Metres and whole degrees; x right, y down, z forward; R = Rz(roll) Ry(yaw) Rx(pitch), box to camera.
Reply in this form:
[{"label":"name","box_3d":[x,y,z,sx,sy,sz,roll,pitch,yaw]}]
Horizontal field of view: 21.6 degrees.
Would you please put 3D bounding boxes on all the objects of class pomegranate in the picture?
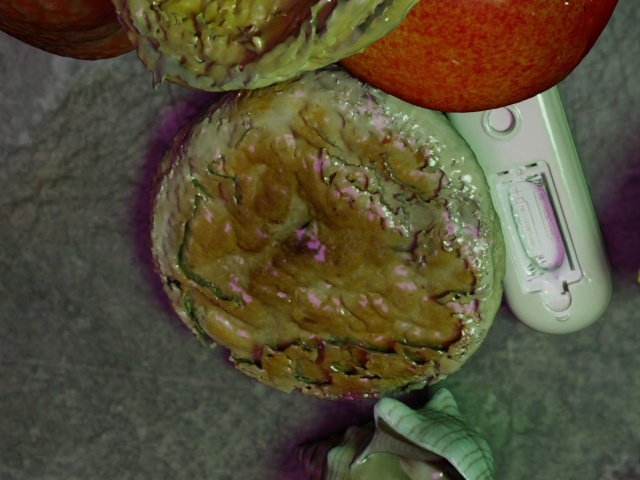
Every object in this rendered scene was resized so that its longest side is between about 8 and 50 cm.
[{"label":"pomegranate","box_3d":[0.071,-0.182,1.022,0.235,0.210,0.210,17,113,-8]}]

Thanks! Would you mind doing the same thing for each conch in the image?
[{"label":"conch","box_3d":[0.072,0.161,1.199,0.234,0.114,0.137,-19,106,39]}]

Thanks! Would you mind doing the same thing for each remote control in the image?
[{"label":"remote control","box_3d":[0.142,-0.036,1.153,0.078,0.042,0.221,-14,107,17]}]

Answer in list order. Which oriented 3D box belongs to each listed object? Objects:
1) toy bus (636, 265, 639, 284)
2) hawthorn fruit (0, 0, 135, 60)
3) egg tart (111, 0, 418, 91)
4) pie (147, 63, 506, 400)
[{"label":"toy bus","box_3d":[0.379,0.045,1.091,0.336,0.123,0.121,26,115,2]},{"label":"hawthorn fruit","box_3d":[-0.188,-0.243,1.057,0.262,0.210,0.210,37,113,1]},{"label":"egg tart","box_3d":[-0.021,-0.192,0.909,0.232,0.098,0.252,44,116,18]},{"label":"pie","box_3d":[0.000,0.000,1.178,0.274,0.055,0.274,9,120,16]}]
